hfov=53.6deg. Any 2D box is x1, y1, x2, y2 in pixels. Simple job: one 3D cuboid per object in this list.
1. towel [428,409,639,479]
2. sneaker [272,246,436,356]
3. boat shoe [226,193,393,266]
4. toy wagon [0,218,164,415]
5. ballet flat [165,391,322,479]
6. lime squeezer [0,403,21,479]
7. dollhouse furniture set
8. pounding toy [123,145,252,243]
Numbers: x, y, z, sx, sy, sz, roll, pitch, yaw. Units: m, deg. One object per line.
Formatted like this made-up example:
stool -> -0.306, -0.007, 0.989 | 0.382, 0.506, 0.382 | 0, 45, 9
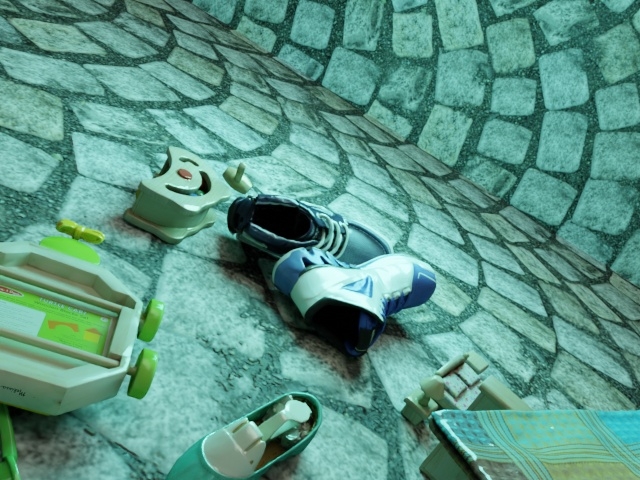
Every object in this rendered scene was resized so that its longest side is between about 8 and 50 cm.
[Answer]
towel -> 0.340, 0.262, 0.704 | 0.369, 0.040, 0.271 | 5, 14, -18
sneaker -> 0.079, 0.120, 1.116 | 0.315, 0.128, 0.182 | 5, 38, -31
boat shoe -> 0.000, 0.000, 1.172 | 0.340, 0.127, 0.158 | 14, -3, -16
toy wagon -> -0.328, 0.073, 0.772 | 0.267, 0.068, 0.344 | 23, 18, -18
ballet flat -> -0.080, 0.234, 0.743 | 0.083, 0.087, 0.247 | 41, 27, 22
lime squeezer -> -0.304, 0.238, 0.549 | 0.109, 0.059, 0.310 | -4, 28, 3
dollhouse furniture set -> 0.323, 0.281, 1.001 | 0.303, 0.174, 0.355 | 42, 27, 22
pounding toy -> -0.236, -0.119, 1.151 | 0.154, 0.155, 0.269 | 38, 25, 6
